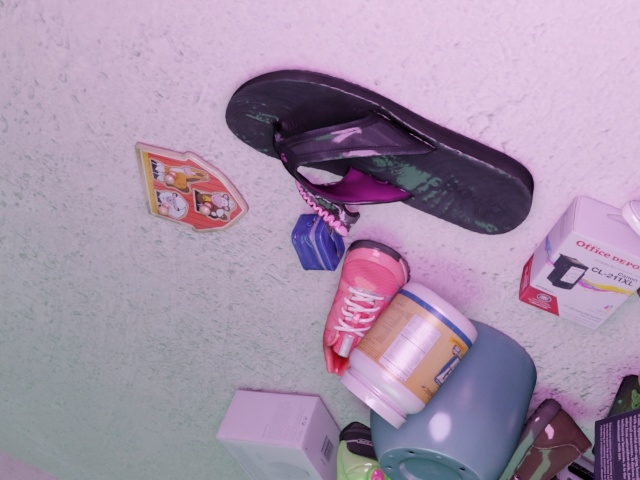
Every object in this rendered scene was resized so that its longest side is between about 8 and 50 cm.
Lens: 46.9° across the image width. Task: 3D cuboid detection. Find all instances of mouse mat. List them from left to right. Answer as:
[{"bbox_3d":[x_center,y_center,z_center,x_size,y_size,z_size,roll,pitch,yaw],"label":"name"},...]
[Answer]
[{"bbox_3d":[0.571,0.325,1.275,0.152,0.007,0.190,15,117,10],"label":"mouse mat"}]

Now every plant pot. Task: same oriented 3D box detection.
[{"bbox_3d":[0.219,0.314,1.312,0.292,0.235,0.293,14,141,12],"label":"plant pot"}]

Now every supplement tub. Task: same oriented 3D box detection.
[{"bbox_3d":[0.137,0.182,1.175,0.144,0.200,0.144,38,174,5],"label":"supplement tub"}]

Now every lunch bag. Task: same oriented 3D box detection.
[{"bbox_3d":[0.000,0.000,1.194,0.065,0.067,0.098,1,135,25],"label":"lunch bag"}]

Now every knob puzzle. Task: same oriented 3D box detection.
[{"bbox_3d":[-0.217,-0.072,1.249,0.213,0.030,0.213,14,140,12],"label":"knob puzzle"}]

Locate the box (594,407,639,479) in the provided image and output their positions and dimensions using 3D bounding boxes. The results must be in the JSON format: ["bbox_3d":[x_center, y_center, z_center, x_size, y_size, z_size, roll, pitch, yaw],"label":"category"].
[{"bbox_3d":[0.626,0.360,1.101,0.296,0.183,0.294,23,147,-16],"label":"box"}]

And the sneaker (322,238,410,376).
[{"bbox_3d":[0.070,0.128,1.251,0.115,0.136,0.314,18,141,5],"label":"sneaker"}]

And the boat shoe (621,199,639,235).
[{"bbox_3d":[0.478,-0.012,0.951,0.184,0.066,0.063,29,130,-6],"label":"boat shoe"}]

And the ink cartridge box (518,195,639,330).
[{"bbox_3d":[0.377,0.035,1.044,0.127,0.072,0.175,22,142,3],"label":"ink cartridge box"}]

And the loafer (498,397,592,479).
[{"bbox_3d":[0.380,0.471,1.375,0.130,0.133,0.366,34,117,23],"label":"loafer"}]

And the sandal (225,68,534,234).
[{"bbox_3d":[0.071,-0.108,1.003,0.445,0.107,0.168,20,141,5],"label":"sandal"}]

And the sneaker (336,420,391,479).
[{"bbox_3d":[0.235,0.495,1.579,0.482,0.202,0.185,28,119,-31],"label":"sneaker"}]

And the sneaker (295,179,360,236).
[{"bbox_3d":[0.013,-0.062,1.142,0.119,0.057,0.047,44,-179,0],"label":"sneaker"}]

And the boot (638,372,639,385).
[{"bbox_3d":[0.648,0.243,1.133,0.248,0.090,0.207,-23,121,38],"label":"boot"}]

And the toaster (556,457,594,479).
[{"bbox_3d":[0.494,0.519,1.497,0.227,0.129,0.146,33,138,-9],"label":"toaster"}]

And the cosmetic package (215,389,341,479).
[{"bbox_3d":[-0.083,0.469,1.715,0.224,0.138,0.224,-2,135,26],"label":"cosmetic package"}]

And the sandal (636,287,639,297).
[{"bbox_3d":[0.545,0.071,0.997,0.219,0.090,0.060,11,123,17],"label":"sandal"}]
